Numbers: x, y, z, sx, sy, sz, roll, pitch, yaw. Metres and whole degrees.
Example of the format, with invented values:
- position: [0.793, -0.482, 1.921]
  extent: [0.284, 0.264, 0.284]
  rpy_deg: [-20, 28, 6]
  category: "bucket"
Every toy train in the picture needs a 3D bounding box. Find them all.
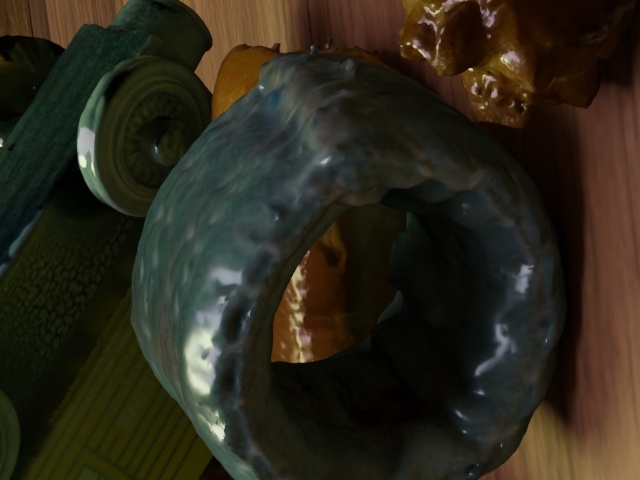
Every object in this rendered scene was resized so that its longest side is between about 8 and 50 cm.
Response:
- position: [-0.169, 0.057, 0.969]
  extent: [0.179, 0.442, 0.272]
  rpy_deg: [14, 158, 41]
  category: "toy train"

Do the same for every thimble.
- position: [0.012, 0.021, 0.712]
  extent: [0.143, 0.198, 0.235]
  rpy_deg: [-136, 39, -62]
  category: "thimble"

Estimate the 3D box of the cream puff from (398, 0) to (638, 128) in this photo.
- position: [0.078, -0.108, 0.601]
  extent: [0.116, 0.122, 0.094]
  rpy_deg: [-62, 19, -15]
  category: "cream puff"

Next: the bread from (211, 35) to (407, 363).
- position: [0.000, 0.000, 0.879]
  extent: [0.174, 0.121, 0.245]
  rpy_deg: [-123, 31, -58]
  category: "bread"

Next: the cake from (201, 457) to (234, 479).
- position: [-0.043, 0.219, 1.096]
  extent: [0.207, 0.178, 0.185]
  rpy_deg: [-59, -38, -51]
  category: "cake"
